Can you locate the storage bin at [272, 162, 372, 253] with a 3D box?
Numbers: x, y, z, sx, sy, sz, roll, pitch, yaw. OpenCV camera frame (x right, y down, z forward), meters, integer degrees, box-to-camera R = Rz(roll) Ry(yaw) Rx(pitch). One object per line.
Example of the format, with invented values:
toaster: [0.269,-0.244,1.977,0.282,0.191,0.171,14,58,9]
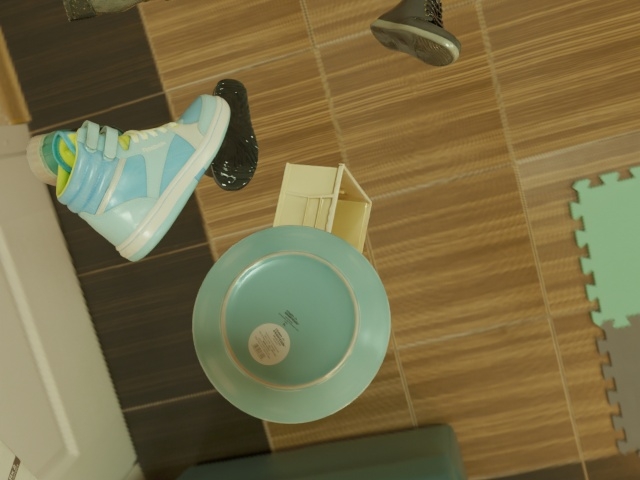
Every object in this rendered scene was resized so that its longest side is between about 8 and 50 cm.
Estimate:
storage bin: [0.000,0.000,1.517,0.123,0.262,0.260,8,79,17]

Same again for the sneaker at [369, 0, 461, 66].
sneaker: [0.182,-0.373,1.229,0.118,0.222,0.083,-47,130,-2]

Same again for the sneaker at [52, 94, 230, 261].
sneaker: [-0.281,-0.149,1.123,0.208,0.319,0.127,37,148,-21]

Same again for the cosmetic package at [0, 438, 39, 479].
cosmetic package: [-0.518,0.379,1.034,0.151,0.151,0.183,2,141,6]

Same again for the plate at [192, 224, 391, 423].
plate: [-0.028,0.074,0.679,0.188,0.024,0.188,0,76,1]

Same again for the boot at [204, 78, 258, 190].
boot: [-0.196,-0.175,1.484,0.094,0.207,0.246,1,67,-18]

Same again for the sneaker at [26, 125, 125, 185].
sneaker: [-0.369,-0.137,1.276,0.121,0.302,0.108,-10,89,15]

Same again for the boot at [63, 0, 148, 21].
boot: [-0.160,-0.286,0.723,0.161,0.246,0.083,-7,131,-3]
